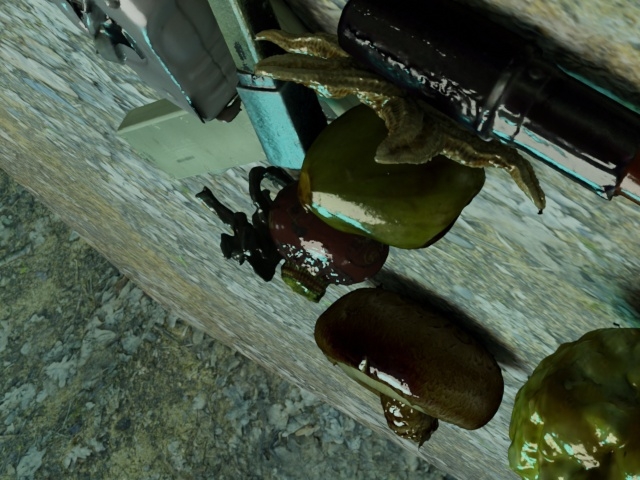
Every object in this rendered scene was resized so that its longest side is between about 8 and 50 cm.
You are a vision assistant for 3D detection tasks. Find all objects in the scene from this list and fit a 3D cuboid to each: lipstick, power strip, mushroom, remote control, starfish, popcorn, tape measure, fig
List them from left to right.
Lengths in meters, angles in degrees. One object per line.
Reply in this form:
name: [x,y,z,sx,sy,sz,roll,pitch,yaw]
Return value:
tape measure: [-0.178,-0.230,1.428,0.197,0.120,0.236,32,166,32]
power strip: [-0.129,-0.131,1.779,0.106,0.043,0.367,39,160,-22]
lipstick: [-0.061,-0.187,1.305,0.051,0.051,0.312,11,144,30]
remote control: [-0.021,-0.166,1.424,0.078,0.042,0.221,15,160,42]
fig: [0.060,-0.060,1.379,0.166,0.154,0.144,4,136,-21]
starfish: [0.057,-0.101,1.180,0.277,0.062,0.236,36,-155,11]
mushroom: [0.129,0.172,2.150,0.297,0.163,0.278,26,158,38]
lipstick: [0.147,-0.102,1.099,0.300,0.081,0.081,34,169,17]
popcorn: [0.313,0.209,1.492,0.282,0.282,0.247,26,-163,40]

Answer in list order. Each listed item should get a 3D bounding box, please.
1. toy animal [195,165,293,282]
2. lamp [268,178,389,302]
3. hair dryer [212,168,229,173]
toy animal: [-0.066,-0.015,1.937,0.233,0.084,0.148,0,-115,-59]
lamp: [0.004,0.002,1.828,0.156,0.135,0.157,23,162,46]
hair dryer: [-0.118,-0.120,1.926,0.137,0.047,0.082,11,154,48]
